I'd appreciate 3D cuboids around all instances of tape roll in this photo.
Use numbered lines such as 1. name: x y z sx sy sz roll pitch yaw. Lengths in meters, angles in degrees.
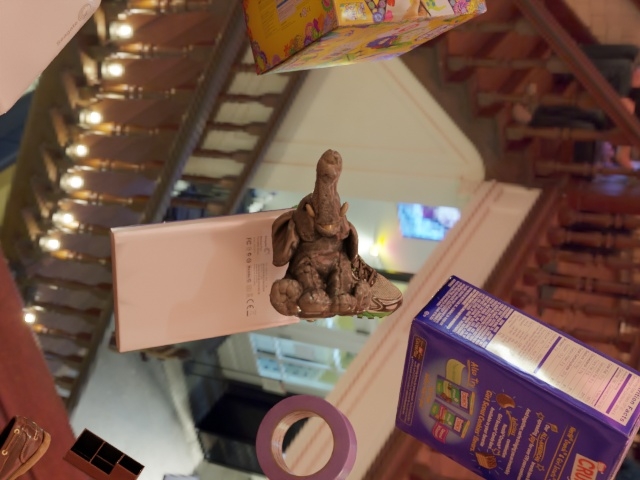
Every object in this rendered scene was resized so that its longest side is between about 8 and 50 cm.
1. tape roll: -0.027 0.403 1.816 0.080 0.189 0.188 56 48 -67

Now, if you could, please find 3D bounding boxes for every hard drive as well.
1. hard drive: -0.394 -0.331 1.159 0.233 0.047 0.353 -55 171 -17
2. hard drive: -0.186 0.063 1.549 0.319 0.040 0.210 -7 113 -23

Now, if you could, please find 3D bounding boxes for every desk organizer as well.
1. desk organizer: -0.376 0.387 1.609 0.050 0.130 0.047 -58 179 14

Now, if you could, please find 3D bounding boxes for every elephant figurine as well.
1. elephant figurine: 0.000 0.000 1.456 0.169 0.186 0.239 11 73 -53

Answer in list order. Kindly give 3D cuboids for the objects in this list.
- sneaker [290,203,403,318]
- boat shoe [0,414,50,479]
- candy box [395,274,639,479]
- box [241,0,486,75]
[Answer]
1. sneaker: 0.040 0.051 2.071 0.146 0.344 0.134 -56 -178 32
2. boat shoe: -0.500 0.348 1.376 0.207 0.073 0.073 -50 130 -9
3. candy box: 0.278 0.234 1.307 0.122 0.317 0.268 -43 152 -35
4. box: 0.059 -0.399 1.503 0.279 0.290 0.177 -12 90 -29
